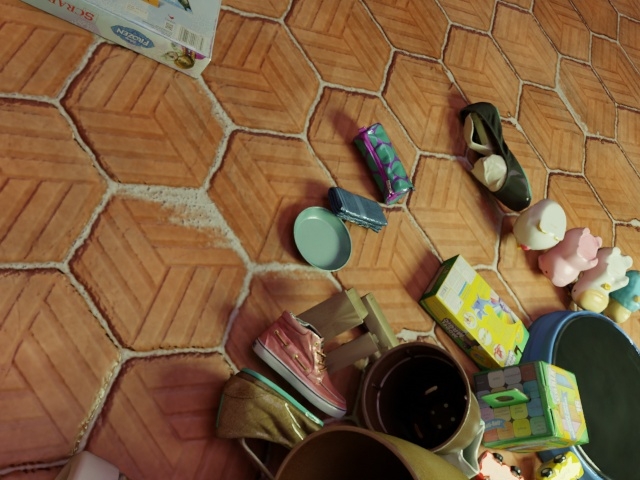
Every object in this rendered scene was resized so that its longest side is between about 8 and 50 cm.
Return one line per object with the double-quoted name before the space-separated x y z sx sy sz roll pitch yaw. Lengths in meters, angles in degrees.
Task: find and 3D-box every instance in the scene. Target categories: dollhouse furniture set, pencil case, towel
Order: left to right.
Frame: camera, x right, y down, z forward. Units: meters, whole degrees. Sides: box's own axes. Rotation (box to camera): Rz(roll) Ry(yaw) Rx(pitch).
"dollhouse furniture set" 0.039 0.161 1.121 0.144 0.123 0.151 61 15 3
"towel" 0.065 -0.056 1.227 0.119 0.029 0.067 17 42 -38
"pencil case" 0.121 -0.147 1.298 0.151 0.064 0.070 63 25 6

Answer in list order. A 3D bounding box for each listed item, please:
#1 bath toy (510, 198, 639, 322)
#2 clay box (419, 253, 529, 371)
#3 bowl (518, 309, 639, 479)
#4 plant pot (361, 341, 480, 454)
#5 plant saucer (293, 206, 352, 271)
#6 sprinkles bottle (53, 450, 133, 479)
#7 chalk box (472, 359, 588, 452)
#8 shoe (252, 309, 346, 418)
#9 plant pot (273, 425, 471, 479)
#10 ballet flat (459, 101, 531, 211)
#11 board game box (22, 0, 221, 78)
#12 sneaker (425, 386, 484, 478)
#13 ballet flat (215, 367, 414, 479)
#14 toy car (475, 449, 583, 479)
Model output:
"bath toy" 0.546 0.047 1.477 0.348 0.129 0.151 35 69 -18
"clay box" 0.299 0.149 1.297 0.222 0.053 0.127 48 50 -10
"bowl" 0.565 0.326 1.391 0.391 0.077 0.391 16 60 -30
"plant pot" 0.170 0.260 1.063 0.165 0.167 0.167 43 41 -56
"plant saucer" 0.000 0.000 1.171 0.119 0.021 0.119 15 60 -29
"sprinkles bottle" -0.165 0.386 0.807 0.355 0.121 0.121 36 52 -17
"chalk box" 0.357 0.292 1.184 0.213 0.132 0.132 23 55 -46
"shoe" -0.012 0.186 1.023 0.178 0.063 0.081 41 92 -5
"plant pot" 0.100 0.356 0.853 0.254 0.237 0.237 20 57 -50
"ballet flat" 0.367 -0.184 1.485 0.096 0.095 0.280 1 58 -25
"board game box" -0.316 -0.470 1.134 0.319 0.066 0.318 21 59 -27
"sneaker" 0.238 0.299 1.156 0.080 0.094 0.212 13 62 -29
"ballet flat" -0.007 0.312 0.974 0.342 0.116 0.124 34 73 -20
"toy car" 0.365 0.483 1.183 0.239 0.053 0.225 8 69 -24
